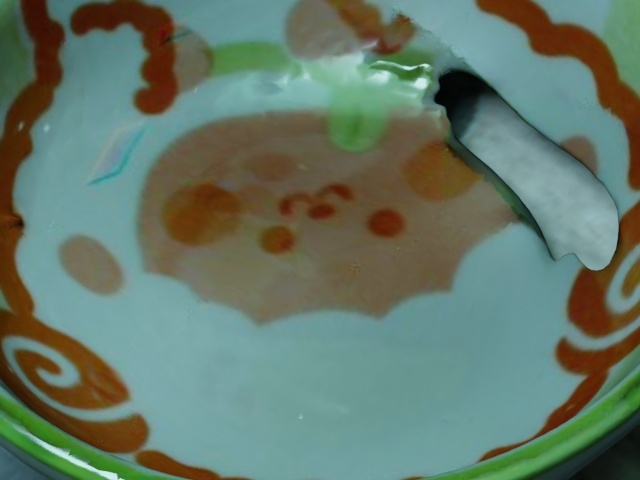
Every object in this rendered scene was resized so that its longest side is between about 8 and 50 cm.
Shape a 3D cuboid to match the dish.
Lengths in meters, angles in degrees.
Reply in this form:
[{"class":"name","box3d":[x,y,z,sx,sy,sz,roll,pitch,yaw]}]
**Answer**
[{"class":"dish","box3d":[0.000,0.000,0.754,0.324,0.124,0.324,-1,52,2]}]
